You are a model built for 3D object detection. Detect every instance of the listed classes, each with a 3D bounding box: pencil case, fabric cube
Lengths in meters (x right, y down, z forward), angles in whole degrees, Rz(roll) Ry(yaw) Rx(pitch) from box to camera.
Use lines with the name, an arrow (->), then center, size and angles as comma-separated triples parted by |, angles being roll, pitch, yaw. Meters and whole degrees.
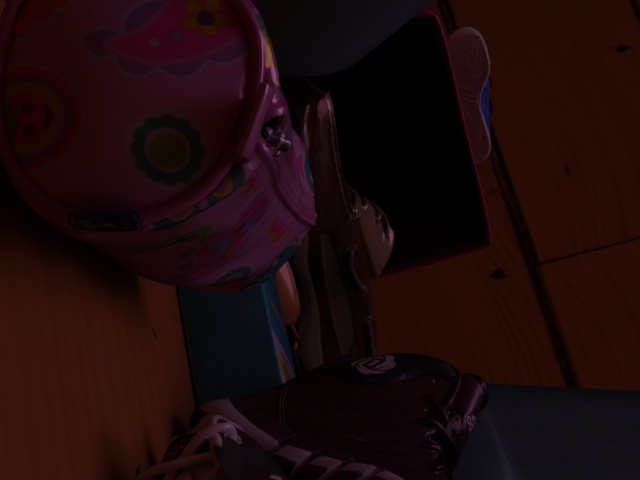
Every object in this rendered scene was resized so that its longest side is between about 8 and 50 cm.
pencil case -> -0.065, -0.041, 0.597 | 0.284, 0.124, 0.124 | 74, 1, -82
fabric cube -> 0.011, -0.121, 1.300 | 0.258, 0.254, 0.259 | -99, 173, -66

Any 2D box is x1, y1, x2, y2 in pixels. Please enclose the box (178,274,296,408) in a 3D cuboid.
box -> -0.046, 0.113, 0.851 | 0.100, 0.060, 0.244 | 71, 5, -61

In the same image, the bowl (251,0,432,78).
bowl -> -0.038, -0.252, 1.038 | 0.311, 0.311, 0.163 | -102, -147, -46

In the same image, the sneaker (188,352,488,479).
sneaker -> 0.068, 0.134, 0.694 | 0.281, 0.162, 0.106 | 29, -47, 38

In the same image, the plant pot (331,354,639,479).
plant pot -> 0.185, 0.257, 0.983 | 0.341, 0.334, 0.341 | 180, -90, -77

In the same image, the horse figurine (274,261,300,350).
horse figurine -> -0.065, 0.009, 1.017 | 0.174, 0.066, 0.263 | 104, -31, -80

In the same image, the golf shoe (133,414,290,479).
golf shoe -> -0.046, 0.141, 0.524 | 0.120, 0.105, 0.273 | 60, -5, 5

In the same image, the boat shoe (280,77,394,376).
boat shoe -> 0.000, 0.000, 1.142 | 0.122, 0.120, 0.324 | 48, -33, 48

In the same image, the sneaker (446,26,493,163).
sneaker -> 0.161, -0.169, 1.381 | 0.084, 0.058, 0.152 | -88, 168, -67
